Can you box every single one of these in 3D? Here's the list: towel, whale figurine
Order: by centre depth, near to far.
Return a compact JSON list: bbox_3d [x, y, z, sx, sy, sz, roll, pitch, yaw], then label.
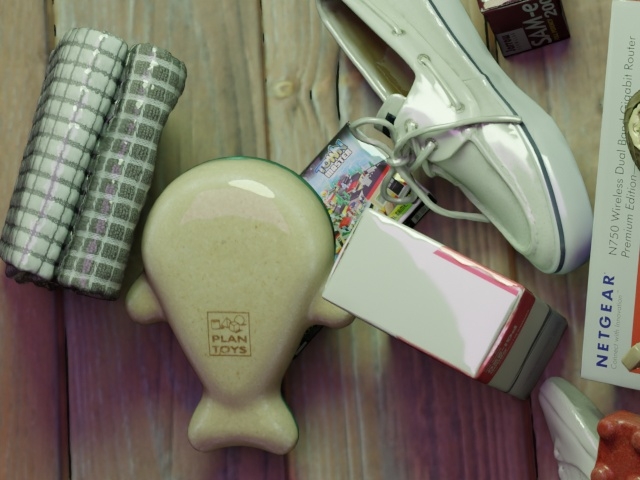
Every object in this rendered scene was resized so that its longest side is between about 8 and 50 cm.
[{"bbox_3d":[-0.069,0.057,1.610,0.216,0.141,0.272,-1,100,9],"label":"whale figurine"},{"bbox_3d":[-0.216,-0.064,1.639,0.121,0.283,0.235,16,86,-12],"label":"towel"}]

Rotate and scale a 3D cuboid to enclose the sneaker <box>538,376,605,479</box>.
[{"bbox_3d":[0.235,0.224,1.541,0.094,0.080,0.212,-38,69,20],"label":"sneaker"}]

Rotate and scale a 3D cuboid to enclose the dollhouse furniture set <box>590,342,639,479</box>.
[{"bbox_3d":[0.377,0.241,1.412,0.374,0.152,0.201,54,128,24],"label":"dollhouse furniture set"}]

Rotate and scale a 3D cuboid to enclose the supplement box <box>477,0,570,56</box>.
[{"bbox_3d":[0.167,-0.309,1.653,0.073,0.130,0.239,-15,74,12],"label":"supplement box"}]

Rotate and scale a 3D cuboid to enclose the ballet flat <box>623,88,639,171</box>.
[{"bbox_3d":[0.321,-0.018,1.408,0.084,0.058,0.250,-34,81,30],"label":"ballet flat"}]

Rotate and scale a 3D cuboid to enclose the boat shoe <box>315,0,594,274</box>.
[{"bbox_3d":[0.099,-0.107,1.593,0.156,0.136,0.367,-21,67,-22],"label":"boat shoe"}]

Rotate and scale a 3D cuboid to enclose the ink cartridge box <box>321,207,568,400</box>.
[{"bbox_3d":[0.113,0.059,1.533,0.158,0.218,0.092,28,91,20],"label":"ink cartridge box"}]

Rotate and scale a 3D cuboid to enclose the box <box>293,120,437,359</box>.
[{"bbox_3d":[0.000,0.000,1.676,0.114,0.036,0.207,42,91,21],"label":"box"}]

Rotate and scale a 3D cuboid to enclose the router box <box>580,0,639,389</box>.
[{"bbox_3d":[0.381,-0.026,1.455,0.301,0.082,0.336,10,104,29],"label":"router box"}]
